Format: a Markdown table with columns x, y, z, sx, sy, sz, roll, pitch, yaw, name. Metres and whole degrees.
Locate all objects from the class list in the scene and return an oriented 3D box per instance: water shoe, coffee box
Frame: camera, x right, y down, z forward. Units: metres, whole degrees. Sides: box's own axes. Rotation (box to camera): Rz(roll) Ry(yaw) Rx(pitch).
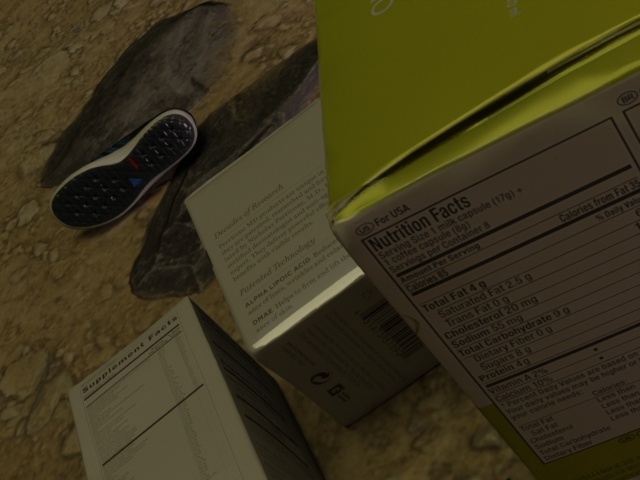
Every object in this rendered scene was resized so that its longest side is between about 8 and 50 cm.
| x | y | z | sx | sy | sz | roll | pitch | yaw | name |
| --- | --- | --- | --- | --- | --- | --- | --- | --- | --- |
| -0.229 | -0.083 | 1.377 | 0.203 | 0.073 | 0.080 | -33 | 14 | 5 | water shoe |
| 0.218 | -0.088 | 0.725 | 0.338 | 0.334 | 0.338 | -27 | 38 | 19 | coffee box |

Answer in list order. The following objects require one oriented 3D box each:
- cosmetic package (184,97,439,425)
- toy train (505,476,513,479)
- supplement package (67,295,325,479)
| x | y | z | sx | sy | sz | roll | pitch | yaw | name |
| --- | --- | --- | --- | --- | --- | --- | --- | --- | --- |
| 0.011 | 0.018 | 0.937 | 0.151 | 0.151 | 0.184 | -36 | 46 | 8 | cosmetic package |
| 0.146 | 0.188 | 0.769 | 0.017 | 0.024 | 0.083 | -42 | 35 | -1 | toy train |
| -0.086 | 0.183 | 0.892 | 0.139 | 0.134 | 0.244 | -38 | 36 | 5 | supplement package |
